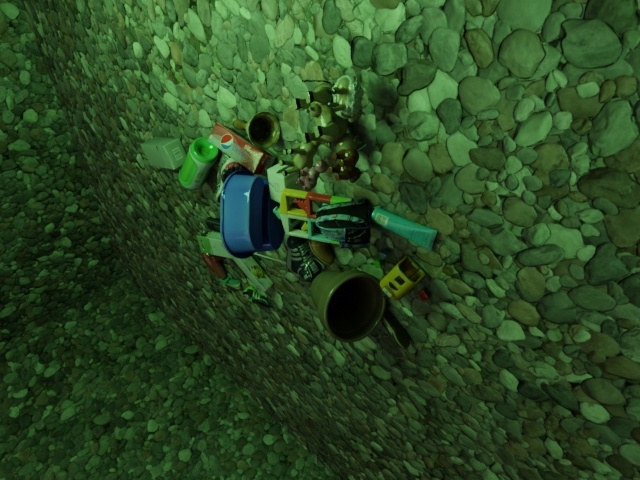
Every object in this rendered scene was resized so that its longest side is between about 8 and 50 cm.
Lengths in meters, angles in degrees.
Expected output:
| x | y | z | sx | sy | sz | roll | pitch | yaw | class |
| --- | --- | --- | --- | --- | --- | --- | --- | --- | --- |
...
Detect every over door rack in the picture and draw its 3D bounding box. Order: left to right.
| x | y | z | sx | sy | sz | roll | pitch | yaw | class |
| --- | --- | --- | --- | --- | --- | --- | --- | --- | --- |
| -0.256 | -0.018 | 1.889 | 0.324 | 0.108 | 0.240 | 25 | 139 | 13 | over door rack |

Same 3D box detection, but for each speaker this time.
| x | y | z | sx | sy | sz | roll | pitch | yaw | class |
| --- | --- | --- | --- | --- | --- | --- | --- | --- | --- |
| -0.546 | -0.334 | 1.911 | 0.131 | 0.131 | 0.296 | 53 | 145 | -1 | speaker |

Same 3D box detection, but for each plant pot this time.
| x | y | z | sx | sy | sz | roll | pitch | yaw | class |
| --- | --- | --- | --- | --- | --- | --- | --- | --- | --- |
| 0.078 | 0.214 | 1.608 | 0.229 | 0.263 | 0.263 | 27 | 141 | 60 | plant pot |

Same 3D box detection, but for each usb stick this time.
| x | y | z | sx | sy | sz | roll | pitch | yaw | class |
| --- | --- | --- | --- | --- | --- | --- | --- | --- | --- |
| -0.479 | -0.067 | 2.137 | 0.278 | 0.045 | 0.077 | 13 | 137 | 42 | usb stick |

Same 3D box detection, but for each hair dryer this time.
| x | y | z | sx | sy | sz | roll | pitch | yaw | class |
| --- | --- | --- | --- | --- | --- | --- | --- | --- | --- |
| -0.568 | 0.098 | 2.351 | 0.223 | 0.080 | 0.294 | 29 | 139 | 29 | hair dryer |

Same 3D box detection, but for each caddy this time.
| x | y | z | sx | sy | sz | roll | pitch | yaw | class |
| --- | --- | --- | --- | --- | --- | --- | --- | --- | --- |
| -0.269 | -0.099 | 1.644 | 0.179 | 0.241 | 0.342 | 2 | 91 | 30 | caddy |

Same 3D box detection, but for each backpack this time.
| x | y | z | sx | sy | sz | roll | pitch | yaw | class |
| --- | --- | --- | --- | --- | --- | --- | --- | --- | --- |
| 0.073 | -0.052 | 1.380 | 0.173 | 0.158 | 0.117 | -2 | 129 | 6 | backpack |

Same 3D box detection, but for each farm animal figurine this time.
| x | y | z | sx | sy | sz | roll | pitch | yaw | class |
| --- | --- | --- | --- | --- | --- | --- | --- | --- | --- |
| 0.022 | -0.309 | 1.268 | 0.330 | 0.172 | 0.327 | 20 | 122 | 48 | farm animal figurine |

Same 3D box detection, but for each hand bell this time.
| x | y | z | sx | sy | sz | roll | pitch | yaw | class |
| --- | --- | --- | --- | --- | --- | --- | --- | --- | --- |
| -0.262 | -0.412 | 1.560 | 0.242 | 0.126 | 0.126 | 27 | 139 | 49 | hand bell |

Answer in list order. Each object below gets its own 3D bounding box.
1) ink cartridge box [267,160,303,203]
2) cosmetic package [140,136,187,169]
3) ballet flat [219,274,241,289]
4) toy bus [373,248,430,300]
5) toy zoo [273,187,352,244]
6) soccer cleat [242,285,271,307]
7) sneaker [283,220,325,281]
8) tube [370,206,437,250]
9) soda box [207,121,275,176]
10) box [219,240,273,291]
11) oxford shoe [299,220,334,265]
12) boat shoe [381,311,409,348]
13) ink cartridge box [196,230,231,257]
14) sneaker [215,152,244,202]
| x | y | z | sx | sy | sz | roll | pitch | yaw | class |
| --- | --- | --- | --- | --- | --- | --- | --- | --- | --- |
| -0.127 | -0.216 | 1.565 | 0.089 | 0.092 | 0.143 | 27 | 137 | 32 | ink cartridge box |
| -0.758 | -0.428 | 2.093 | 0.237 | 0.107 | 0.127 | 11 | 131 | 40 | cosmetic package |
| -0.513 | 0.240 | 2.435 | 0.168 | 0.057 | 0.052 | 18 | 142 | 39 | ballet flat |
| 0.250 | 0.144 | 1.425 | 0.190 | 0.104 | 0.202 | 6 | 119 | 40 | toy bus |
| -0.033 | -0.085 | 1.531 | 0.293 | 0.030 | 0.192 | 11 | 131 | 15 | toy zoo |
| -0.338 | 0.310 | 2.277 | 0.179 | 0.072 | 0.060 | 33 | 141 | 26 | soccer cleat |
| -0.062 | 0.053 | 1.717 | 0.153 | 0.099 | 0.282 | 36 | 146 | 27 | sneaker |
| 0.255 | -0.040 | 1.325 | 0.207 | 0.052 | 0.080 | 27 | 143 | 24 | tube |
| -0.299 | -0.346 | 1.627 | 0.263 | 0.092 | 0.083 | 35 | 103 | 22 | soda box |
| -0.359 | 0.114 | 2.103 | 0.324 | 0.063 | 0.067 | 53 | 145 | -14 | box |
| 0.000 | 0.000 | 1.629 | 0.076 | 0.076 | 0.212 | -20 | 105 | 43 | oxford shoe |
| 0.280 | 0.338 | 1.621 | 0.152 | 0.056 | 0.049 | 60 | 151 | 7 | boat shoe |
| -0.521 | 0.018 | 2.196 | 0.209 | 0.062 | 0.109 | 9 | 126 | 24 | ink cartridge box |
| -0.378 | -0.258 | 1.817 | 0.299 | 0.120 | 0.112 | 123 | 135 | -54 | sneaker |
